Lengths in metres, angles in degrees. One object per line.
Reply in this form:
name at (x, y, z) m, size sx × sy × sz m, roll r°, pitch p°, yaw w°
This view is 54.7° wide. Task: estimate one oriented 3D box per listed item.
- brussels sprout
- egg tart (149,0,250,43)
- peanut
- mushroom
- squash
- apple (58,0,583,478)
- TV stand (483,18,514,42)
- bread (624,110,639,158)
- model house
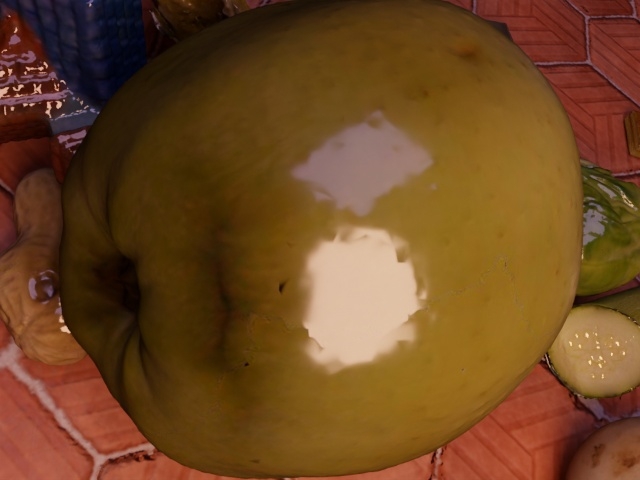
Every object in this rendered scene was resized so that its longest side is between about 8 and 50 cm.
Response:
brussels sprout at (0.361, -0.020, 0.893) m, size 0.223 × 0.161 × 0.223 m, roll 0°, pitch 55°, yaw 0°
egg tart at (-0.173, -0.330, 0.835) m, size 0.120 × 0.315 × 0.315 m, roll -31°, pitch 74°, yaw 0°
peanut at (-0.290, 0.018, 0.675) m, size 0.120 × 0.110 × 0.237 m, roll -11°, pitch 64°, yaw -9°
mushroom at (0.401, 0.320, 0.719) m, size 0.215 × 0.207 × 0.208 m, roll 39°, pitch 51°, yaw -33°
squash at (0.462, 0.122, 0.873) m, size 0.287 × 0.137 × 0.137 m, roll -14°, pitch 68°, yaw -28°
apple at (0.000, 0.000, 0.587) m, size 0.473 × 0.474 × 0.474 m, roll 8°, pitch 60°, yaw -15°
TV stand at (0.292, -0.238, 1.030) m, size 0.082 × 0.088 × 0.270 m, roll 2°, pitch 62°, yaw -19°
bread at (0.615, -0.188, 1.146) m, size 0.094 × 0.035 × 0.090 m, roll 16°, pitch 58°, yaw -10°
model house at (-0.331, -0.209, 0.664) m, size 0.294 × 0.252 × 0.329 m, roll -12°, pitch 54°, yaw -24°
